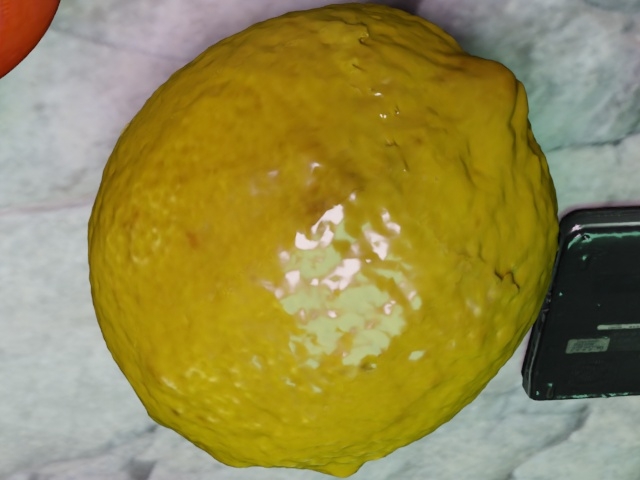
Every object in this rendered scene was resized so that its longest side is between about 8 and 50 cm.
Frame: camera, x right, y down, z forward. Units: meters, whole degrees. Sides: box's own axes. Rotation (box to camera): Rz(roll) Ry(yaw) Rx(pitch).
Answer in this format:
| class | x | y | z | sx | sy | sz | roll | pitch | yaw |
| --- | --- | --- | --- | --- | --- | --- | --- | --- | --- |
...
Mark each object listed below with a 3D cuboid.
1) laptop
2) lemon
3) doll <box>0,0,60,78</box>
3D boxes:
| class | x | y | z | sx | sy | sz | roll | pitch | yaw |
| --- | --- | --- | --- | --- | --- | --- | --- | --- | --- |
| laptop | 0.224 | 0.035 | 0.940 | 0.207 | 0.026 | 0.154 | -3 | 140 | -8 |
| lemon | 0.000 | 0.000 | 0.728 | 0.192 | 0.192 | 0.231 | 27 | 120 | -35 |
| doll | -0.170 | -0.111 | 0.616 | 0.161 | 0.130 | 0.290 | 11 | 130 | -19 |
